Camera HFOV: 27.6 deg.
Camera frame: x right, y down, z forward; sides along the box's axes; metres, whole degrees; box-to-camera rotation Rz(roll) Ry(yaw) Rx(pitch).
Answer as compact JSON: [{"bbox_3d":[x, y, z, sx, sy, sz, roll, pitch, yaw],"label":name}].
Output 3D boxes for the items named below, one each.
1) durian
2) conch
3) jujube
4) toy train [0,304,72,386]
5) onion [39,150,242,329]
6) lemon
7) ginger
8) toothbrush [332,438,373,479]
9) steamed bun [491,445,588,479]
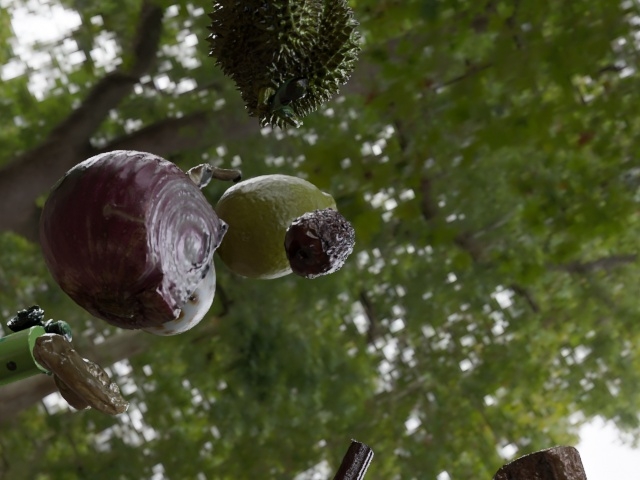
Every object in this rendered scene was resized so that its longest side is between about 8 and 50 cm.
[{"bbox_3d":[-0.041,-0.215,1.399,0.146,0.159,0.198,-10,-90,41],"label":"durian"},{"bbox_3d":[-0.258,0.085,2.266,0.149,0.182,0.275,54,-9,2],"label":"conch"},{"bbox_3d":[0.002,-0.003,1.953,0.104,0.166,0.104,5,-70,15],"label":"jujube"},{"bbox_3d":[-0.502,0.187,1.961,0.157,0.253,0.105,-68,138,-75],"label":"toy train"},{"bbox_3d":[-0.275,-0.012,1.812,0.230,0.256,0.272,43,27,-32],"label":"onion"},{"bbox_3d":[-0.082,-0.025,2.238,0.184,0.248,0.184,166,-90,-74],"label":"lemon"},{"bbox_3d":[-0.355,0.185,1.851,0.149,0.065,0.258,49,-16,-13],"label":"ginger"},{"bbox_3d":[-0.014,0.411,1.698,0.041,0.364,0.041,18,-39,15],"label":"toothbrush"},{"bbox_3d":[0.327,0.391,1.941,0.175,0.106,0.145,-44,-139,42],"label":"steamed bun"}]
